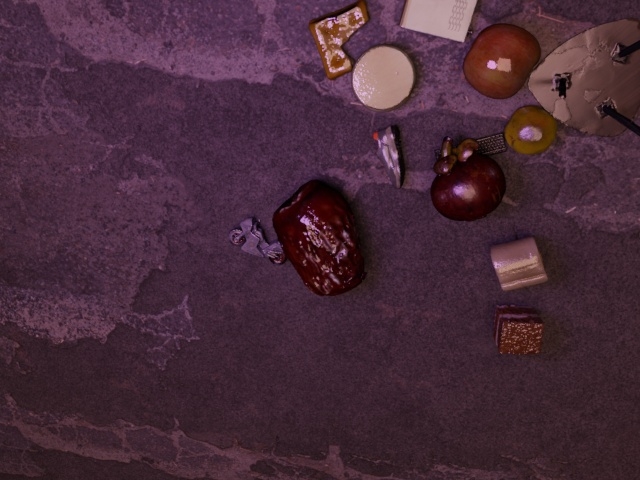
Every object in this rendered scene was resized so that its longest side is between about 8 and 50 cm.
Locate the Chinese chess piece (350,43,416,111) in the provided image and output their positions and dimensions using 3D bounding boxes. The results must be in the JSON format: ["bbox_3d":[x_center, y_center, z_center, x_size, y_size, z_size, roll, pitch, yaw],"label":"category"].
[{"bbox_3d":[0.182,-0.467,1.488,0.188,0.083,0.188,3,109,10],"label":"Chinese chess piece"}]

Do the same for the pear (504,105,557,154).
[{"bbox_3d":[0.602,-0.311,1.465,0.141,0.104,0.141,2,110,5],"label":"pear"}]

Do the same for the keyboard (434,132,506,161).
[{"bbox_3d":[0.451,-0.270,1.554,0.204,0.013,0.061,-13,108,15],"label":"keyboard"}]

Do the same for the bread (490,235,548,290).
[{"bbox_3d":[0.614,0.071,1.598,0.141,0.134,0.148,-17,96,20],"label":"bread"}]

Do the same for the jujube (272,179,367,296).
[{"bbox_3d":[0.000,0.000,1.628,0.258,0.258,0.377,-17,101,16],"label":"jujube"}]

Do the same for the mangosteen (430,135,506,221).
[{"bbox_3d":[0.416,-0.183,1.490,0.215,0.215,0.257,-17,101,16],"label":"mangosteen"}]

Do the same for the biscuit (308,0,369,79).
[{"bbox_3d":[0.068,-0.574,1.486,0.174,0.039,0.183,-14,109,13],"label":"biscuit"}]

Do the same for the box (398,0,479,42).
[{"bbox_3d":[0.344,-0.691,1.387,0.211,0.045,0.270,14,113,4],"label":"box"}]

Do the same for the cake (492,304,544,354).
[{"bbox_3d":[0.637,0.284,1.671,0.135,0.147,0.134,3,113,8],"label":"cake"}]

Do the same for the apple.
[{"bbox_3d":[0.478,-0.478,1.372,0.174,0.188,0.188,30,114,4],"label":"apple"}]

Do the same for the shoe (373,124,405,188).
[{"bbox_3d":[0.211,-0.253,1.577,0.077,0.074,0.194,-3,109,23],"label":"shoe"}]

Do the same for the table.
[{"bbox_3d":[0.754,-0.386,1.326,0.317,0.249,0.317,3,112,9],"label":"table"}]

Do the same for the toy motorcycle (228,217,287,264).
[{"bbox_3d":[-0.200,-0.003,1.742,0.215,0.080,0.122,25,116,-6],"label":"toy motorcycle"}]
